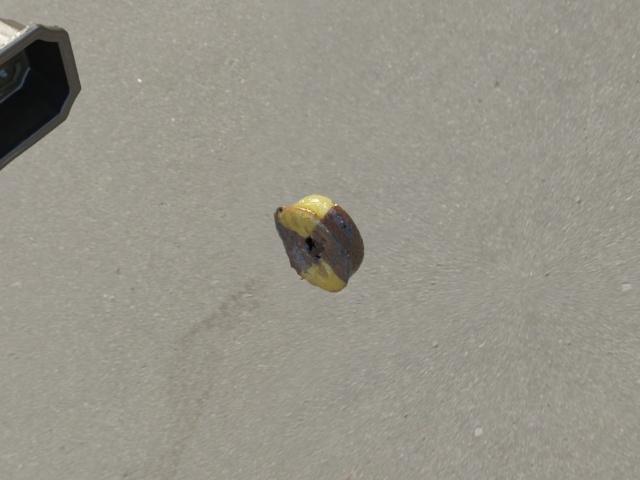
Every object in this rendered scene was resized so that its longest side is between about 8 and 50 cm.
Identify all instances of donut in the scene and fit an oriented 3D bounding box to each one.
[{"bbox_3d":[0.000,0.000,1.014,0.140,0.140,0.059,43,59,14],"label":"donut"}]

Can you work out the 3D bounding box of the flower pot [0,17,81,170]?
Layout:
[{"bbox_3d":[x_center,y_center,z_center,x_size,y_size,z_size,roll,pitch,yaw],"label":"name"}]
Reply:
[{"bbox_3d":[-0.416,-0.168,0.905,0.084,0.179,0.251,37,63,11],"label":"flower pot"}]
